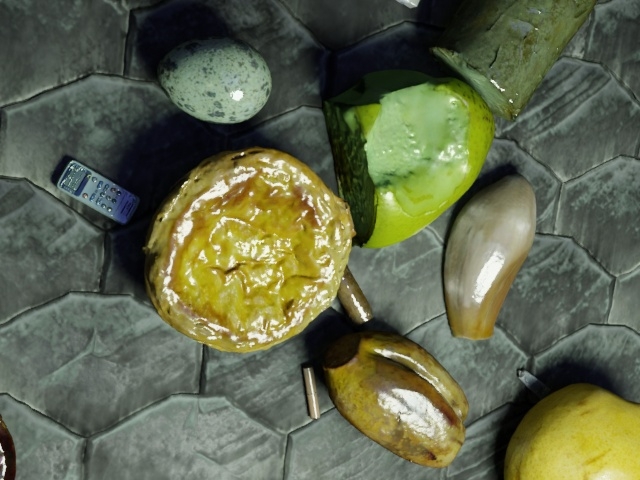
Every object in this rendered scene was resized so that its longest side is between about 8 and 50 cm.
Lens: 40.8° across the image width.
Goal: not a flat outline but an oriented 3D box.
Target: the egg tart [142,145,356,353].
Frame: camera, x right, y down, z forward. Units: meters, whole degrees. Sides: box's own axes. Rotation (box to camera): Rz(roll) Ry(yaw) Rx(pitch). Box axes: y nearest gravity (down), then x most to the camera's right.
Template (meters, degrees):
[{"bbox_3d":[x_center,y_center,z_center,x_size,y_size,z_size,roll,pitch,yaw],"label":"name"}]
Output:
[{"bbox_3d":[-0.117,0.015,1.342,0.342,0.129,0.340,-4,103,-19],"label":"egg tart"}]

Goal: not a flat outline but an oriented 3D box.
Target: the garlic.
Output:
[{"bbox_3d":[0.301,0.033,1.548,0.143,0.112,0.317,10,104,-26],"label":"garlic"}]

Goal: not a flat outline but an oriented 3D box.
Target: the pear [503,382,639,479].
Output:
[{"bbox_3d":[0.491,0.421,1.573,0.315,0.314,0.314,-3,98,-22],"label":"pear"}]

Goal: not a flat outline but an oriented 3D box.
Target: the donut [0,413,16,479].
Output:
[{"bbox_3d":[-0.567,0.318,1.219,0.270,0.103,0.269,-4,100,-20],"label":"donut"}]

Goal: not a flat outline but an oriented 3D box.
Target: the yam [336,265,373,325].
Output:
[{"bbox_3d":[0.000,0.000,1.440,0.045,0.045,0.326,-22,108,24],"label":"yam"}]

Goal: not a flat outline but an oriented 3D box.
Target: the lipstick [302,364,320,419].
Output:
[{"bbox_3d":[-0.016,0.261,1.482,0.019,0.019,0.094,-11,101,-21],"label":"lipstick"}]

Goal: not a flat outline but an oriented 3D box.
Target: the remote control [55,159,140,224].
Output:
[{"bbox_3d":[-0.337,-0.072,1.305,0.124,0.018,0.053,32,84,-23],"label":"remote control"}]

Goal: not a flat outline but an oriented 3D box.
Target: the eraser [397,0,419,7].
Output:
[{"bbox_3d":[0.117,-0.441,1.437,0.122,0.029,0.052,25,87,-24],"label":"eraser"}]

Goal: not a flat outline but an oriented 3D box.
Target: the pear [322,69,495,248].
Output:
[{"bbox_3d":[0.166,-0.144,1.419,0.282,0.176,0.286,-15,104,-20],"label":"pear"}]

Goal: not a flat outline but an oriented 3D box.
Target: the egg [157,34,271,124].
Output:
[{"bbox_3d":[-0.159,-0.243,1.295,0.172,0.132,0.132,8,94,-11],"label":"egg"}]

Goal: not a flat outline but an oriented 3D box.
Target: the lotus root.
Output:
[{"bbox_3d":[0.131,0.257,1.460,0.291,0.193,0.193,36,83,-19],"label":"lotus root"}]

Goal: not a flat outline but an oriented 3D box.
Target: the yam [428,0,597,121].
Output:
[{"bbox_3d":[0.331,-0.372,1.451,0.195,0.195,0.300,37,83,-22],"label":"yam"}]

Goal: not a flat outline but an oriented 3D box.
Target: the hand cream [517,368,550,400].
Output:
[{"bbox_3d":[0.411,0.278,1.662,0.093,0.019,0.030,39,83,-24],"label":"hand cream"}]
